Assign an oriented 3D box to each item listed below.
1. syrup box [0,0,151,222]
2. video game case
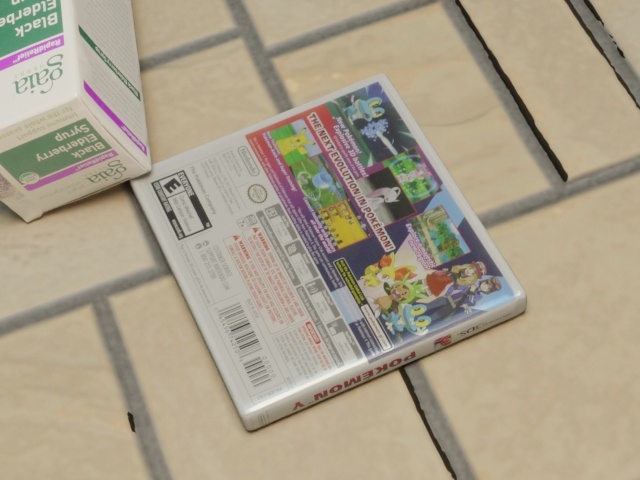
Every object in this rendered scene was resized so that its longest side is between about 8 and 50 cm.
[{"bbox_3d":[-0.183,-0.140,1.022,0.093,0.096,0.237,-21,53,14],"label":"syrup box"},{"bbox_3d":[0.000,0.000,0.958,0.183,0.023,0.201,-23,55,-9],"label":"video game case"}]
